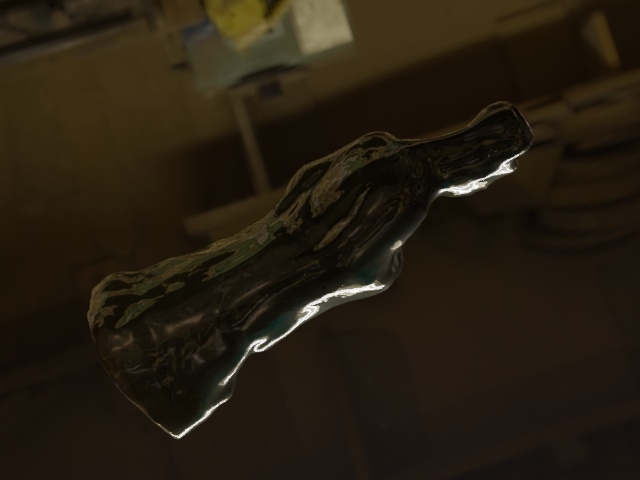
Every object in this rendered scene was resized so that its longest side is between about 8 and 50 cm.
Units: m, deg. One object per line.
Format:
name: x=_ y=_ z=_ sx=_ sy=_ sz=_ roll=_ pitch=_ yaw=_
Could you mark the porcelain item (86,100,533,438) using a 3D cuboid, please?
porcelain item: x=0.000 y=0.000 z=0.765 sx=0.216 sy=0.069 sz=0.081 roll=-33 pitch=-151 yaw=9
